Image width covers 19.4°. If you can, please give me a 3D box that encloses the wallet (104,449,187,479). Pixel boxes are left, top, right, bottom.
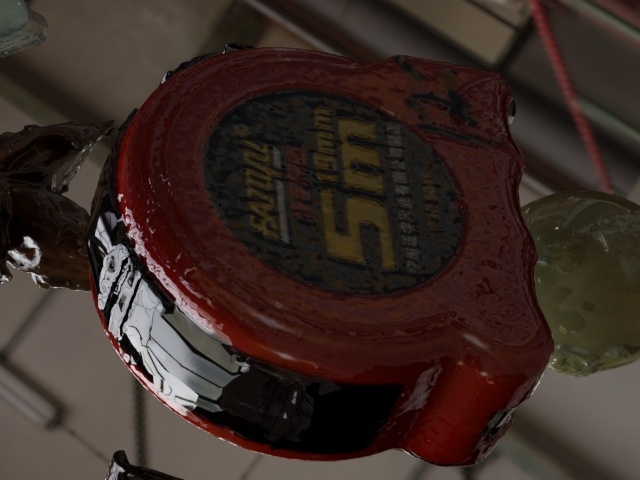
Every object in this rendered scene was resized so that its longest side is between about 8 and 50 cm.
[{"bbox_3d":[-0.090,0.249,1.041,0.039,0.133,0.243,-51,-19,-76],"label":"wallet"}]

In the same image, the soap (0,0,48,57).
[{"bbox_3d":[-0.273,-0.157,1.302,0.150,0.094,0.261,-24,7,-3],"label":"soap"}]

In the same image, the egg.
[{"bbox_3d":[0.224,0.034,1.605,0.201,0.164,0.164,5,-59,-39],"label":"egg"}]

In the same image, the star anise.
[{"bbox_3d":[-0.327,-0.054,1.770,0.237,0.346,0.148,-49,-31,-35],"label":"star anise"}]

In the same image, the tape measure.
[{"bbox_3d":[0.000,0.001,1.029,0.114,0.260,0.253,114,158,-45],"label":"tape measure"}]
